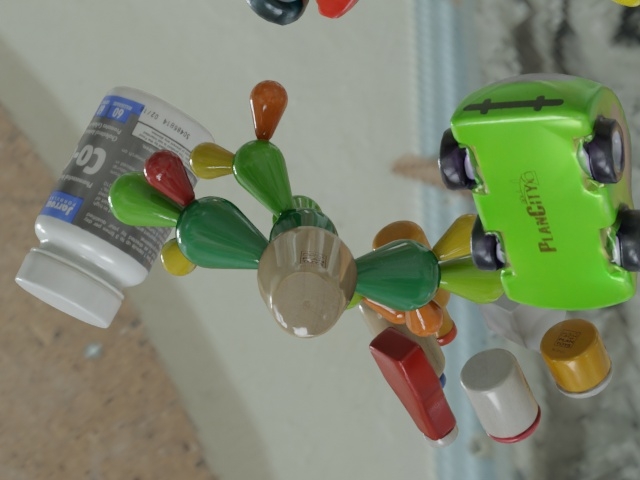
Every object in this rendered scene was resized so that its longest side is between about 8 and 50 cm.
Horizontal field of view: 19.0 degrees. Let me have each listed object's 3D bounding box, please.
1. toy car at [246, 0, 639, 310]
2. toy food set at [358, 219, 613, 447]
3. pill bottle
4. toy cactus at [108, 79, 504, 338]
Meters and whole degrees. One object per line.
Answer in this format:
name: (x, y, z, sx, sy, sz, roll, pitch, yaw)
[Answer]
toy car: (0.061, -0.068, 0.626, 0.225, 0.239, 0.053, 68, -150, -41)
toy food set: (0.108, 0.082, 1.313, 0.111, 0.232, 0.104, -42, -52, -18)
pill bottle: (-0.129, -0.020, 1.189, 0.078, 0.078, 0.137, 32, -103, -19)
toy cactus: (0.000, 0.000, 0.984, 0.219, 0.112, 0.180, 23, -166, -7)
